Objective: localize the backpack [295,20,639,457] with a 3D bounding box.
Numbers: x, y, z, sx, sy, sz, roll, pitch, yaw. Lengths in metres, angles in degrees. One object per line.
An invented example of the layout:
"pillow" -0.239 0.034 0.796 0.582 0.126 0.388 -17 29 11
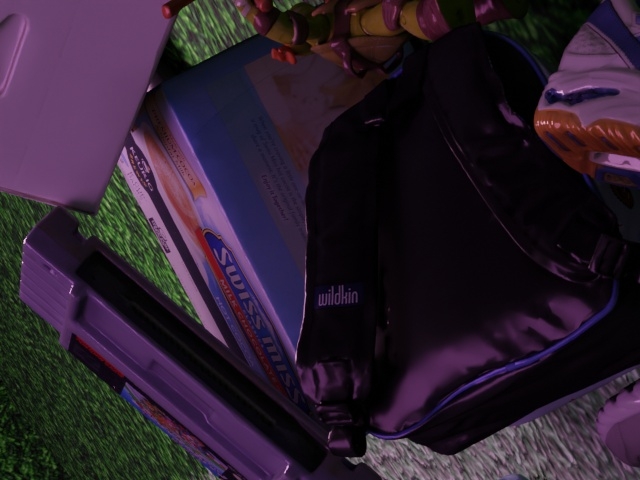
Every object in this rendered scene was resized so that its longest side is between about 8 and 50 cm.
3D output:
"backpack" 0.122 -0.006 1.234 0.213 0.276 0.263 21 -134 -53

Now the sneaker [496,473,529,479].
"sneaker" 0.232 0.311 1.617 0.283 0.110 0.122 31 141 55

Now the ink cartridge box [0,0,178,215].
"ink cartridge box" -0.210 -0.252 1.503 0.384 0.160 0.279 -90 21 -49

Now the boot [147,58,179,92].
"boot" -0.205 -0.148 2.122 0.178 0.085 0.236 48 155 29

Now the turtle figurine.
"turtle figurine" 0.032 -0.167 1.329 0.217 0.269 0.087 -5 88 44

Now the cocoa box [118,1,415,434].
"cocoa box" 0.000 -0.017 1.569 0.347 0.231 0.228 63 161 -4

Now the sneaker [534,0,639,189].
"sneaker" 0.267 -0.087 1.007 0.296 0.131 0.112 16 165 34

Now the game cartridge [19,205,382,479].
"game cartridge" -0.117 0.128 1.533 0.355 0.068 0.230 40 158 1

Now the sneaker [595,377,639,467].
"sneaker" 0.286 0.130 1.245 0.115 0.105 0.281 59 159 10
